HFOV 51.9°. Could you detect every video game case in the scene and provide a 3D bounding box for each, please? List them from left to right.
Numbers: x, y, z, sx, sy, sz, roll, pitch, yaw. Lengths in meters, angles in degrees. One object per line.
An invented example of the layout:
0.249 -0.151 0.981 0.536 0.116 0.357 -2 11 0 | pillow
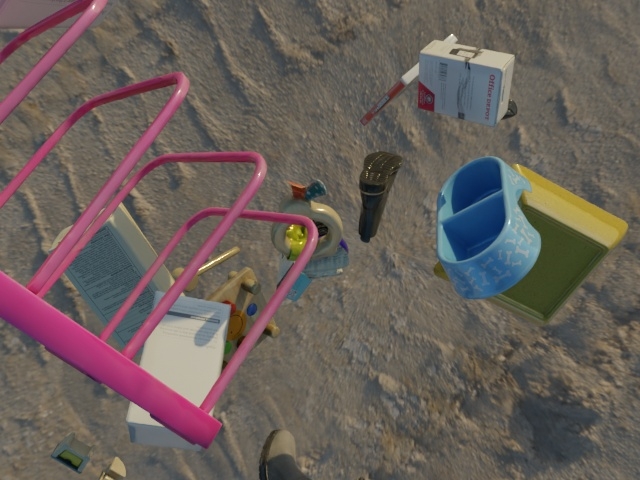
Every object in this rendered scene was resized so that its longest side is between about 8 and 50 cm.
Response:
0.223 -0.413 1.724 0.204 0.285 0.025 -43 93 -21 | video game case

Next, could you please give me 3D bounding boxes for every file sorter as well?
-0.172 -0.037 0.431 0.290 0.202 0.182 47 65 -34 | file sorter

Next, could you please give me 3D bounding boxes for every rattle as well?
-0.027 -0.068 1.135 0.130 0.199 0.142 0 46 16 | rattle

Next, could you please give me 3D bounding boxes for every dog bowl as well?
0.274 -0.035 1.122 0.166 0.297 0.074 -29 120 31 | dog bowl

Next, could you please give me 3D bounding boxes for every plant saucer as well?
0.485 0.039 1.511 0.333 0.081 0.332 26 117 -11 | plant saucer

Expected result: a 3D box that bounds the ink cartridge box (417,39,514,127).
0.249 -0.272 1.135 0.151 0.063 0.109 21 136 27 | ink cartridge box

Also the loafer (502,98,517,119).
0.416 -0.331 1.678 0.170 0.061 0.062 6 73 -20 | loafer

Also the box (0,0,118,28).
-0.270 -0.294 0.580 0.119 0.182 0.181 -40 96 20 | box

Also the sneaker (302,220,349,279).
-0.001 0.000 1.465 0.102 0.293 0.146 -7 80 -4 | sneaker

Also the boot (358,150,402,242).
0.116 -0.097 1.377 0.077 0.198 0.137 15 122 18 | boot

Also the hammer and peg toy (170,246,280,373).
-0.267 0.198 1.896 0.127 0.361 0.266 20 49 43 | hammer and peg toy

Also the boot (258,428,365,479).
-0.008 0.512 1.333 0.223 0.338 0.118 -17 123 10 | boot

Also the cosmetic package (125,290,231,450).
-0.250 0.240 1.167 0.138 0.224 0.224 12 64 -9 | cosmetic package

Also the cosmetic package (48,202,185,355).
-0.430 0.090 1.449 0.160 0.113 0.309 -25 115 6 | cosmetic package

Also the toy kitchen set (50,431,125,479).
-0.560 0.571 1.476 0.166 0.207 0.122 37 113 -14 | toy kitchen set

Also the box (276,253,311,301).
-0.061 0.037 1.741 0.060 0.244 0.100 24 128 -17 | box
